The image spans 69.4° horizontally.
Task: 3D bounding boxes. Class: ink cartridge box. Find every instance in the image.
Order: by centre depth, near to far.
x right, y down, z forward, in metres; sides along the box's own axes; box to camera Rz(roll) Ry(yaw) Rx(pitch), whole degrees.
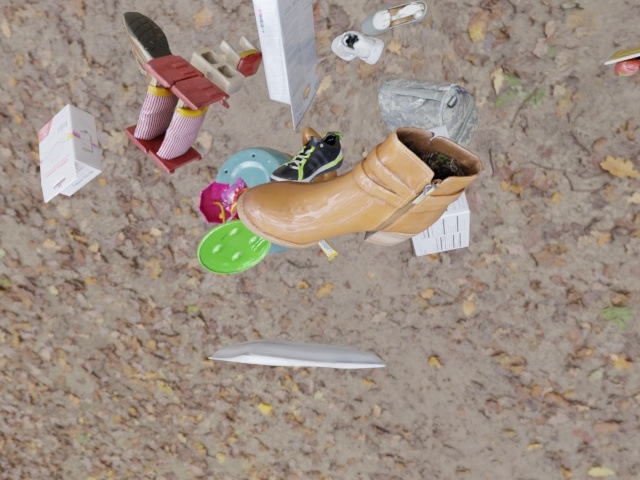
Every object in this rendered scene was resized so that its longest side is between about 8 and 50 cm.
[{"bbox_3d":[-0.545,-0.180,1.005,0.115,0.198,0.067,-28,154,22],"label":"ink cartridge box"},{"bbox_3d":[-0.079,-0.523,1.259,0.071,0.324,0.330,5,130,12],"label":"ink cartridge box"}]

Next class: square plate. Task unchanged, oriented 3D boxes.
[{"bbox_3d":[-0.071,0.288,1.162,0.346,0.049,0.344,11,162,-25],"label":"square plate"}]

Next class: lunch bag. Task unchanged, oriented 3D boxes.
[{"bbox_3d":[0.365,-0.439,1.579,0.305,0.256,0.213,26,89,41],"label":"lunch bag"}]

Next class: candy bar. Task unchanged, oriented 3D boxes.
[{"bbox_3d":[0.000,0.000,1.649,0.040,0.018,0.161,-41,74,8],"label":"candy bar"}]

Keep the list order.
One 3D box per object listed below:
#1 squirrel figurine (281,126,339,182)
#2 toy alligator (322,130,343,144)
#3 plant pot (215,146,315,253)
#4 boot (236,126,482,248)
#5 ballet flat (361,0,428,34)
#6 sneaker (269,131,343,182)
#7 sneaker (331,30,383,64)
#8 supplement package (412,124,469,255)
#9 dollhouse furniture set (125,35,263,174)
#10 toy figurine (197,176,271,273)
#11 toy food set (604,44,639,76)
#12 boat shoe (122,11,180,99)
[{"bbox_3d":[-0.070,-0.208,1.969,0.397,0.370,0.281,44,135,-9],"label":"squirrel figurine"},{"bbox_3d":[0.058,-0.378,1.697,0.051,0.189,0.056,-42,113,-5],"label":"toy alligator"},{"bbox_3d":[-0.164,-0.128,1.301,0.292,0.235,0.293,-3,77,12],"label":"plant pot"},{"bbox_3d":[0.046,-0.065,0.611,0.283,0.109,0.220,12,154,-17],"label":"boot"},{"bbox_3d":[0.227,-0.695,1.429,0.213,0.068,0.072,-11,99,11],"label":"ballet flat"},{"bbox_3d":[-0.033,-0.201,1.101,0.084,0.234,0.097,24,130,33],"label":"sneaker"},{"bbox_3d":[0.115,-0.744,1.741,0.118,0.292,0.110,11,106,-34],"label":"sneaker"},{"bbox_3d":[0.291,-0.126,1.220,0.145,0.262,0.204,-13,152,12],"label":"supplement package"},{"bbox_3d":[-0.268,-0.340,1.126,0.152,0.374,0.201,40,131,3],"label":"dollhouse furniture set"},{"bbox_3d":[-0.159,-0.055,0.832,0.173,0.159,0.130,-43,140,19],"label":"toy figurine"},{"bbox_3d":[0.747,-0.414,1.067,0.128,0.217,0.071,-3,115,48],"label":"toy food set"},{"bbox_3d":[-0.539,-0.576,1.478,0.120,0.122,0.324,-39,80,42],"label":"boat shoe"}]
